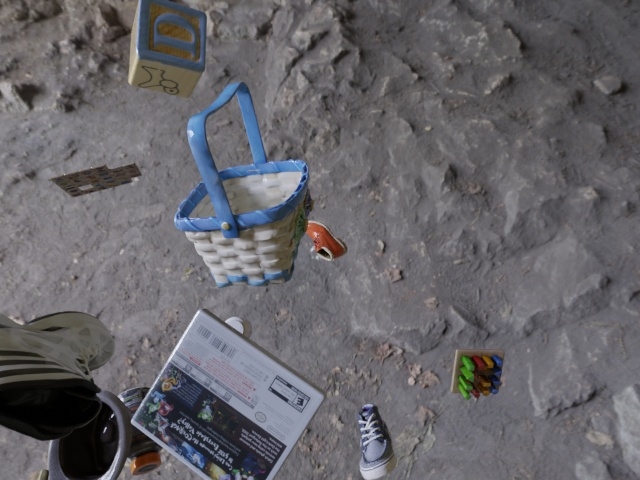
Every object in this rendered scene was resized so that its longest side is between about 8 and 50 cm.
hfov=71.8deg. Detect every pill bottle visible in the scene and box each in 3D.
[{"bbox_3d":[-0.267,0.286,1.410,0.086,0.152,0.085,0,79,-2],"label":"pill bottle"},{"bbox_3d":[-0.573,0.606,1.406,0.131,0.130,0.245,-18,53,-15],"label":"pill bottle"}]

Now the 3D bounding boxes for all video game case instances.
[{"bbox_3d":[-0.116,0.207,0.547,0.191,0.022,0.173,32,93,9],"label":"video game case"}]

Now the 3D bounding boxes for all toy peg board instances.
[{"bbox_3d":[0.527,0.447,1.453,0.161,0.161,0.079,1,16,-3],"label":"toy peg board"}]

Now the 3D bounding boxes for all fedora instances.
[{"bbox_3d":[-0.626,0.569,1.255,0.244,0.124,0.275,-6,71,8],"label":"fedora"}]

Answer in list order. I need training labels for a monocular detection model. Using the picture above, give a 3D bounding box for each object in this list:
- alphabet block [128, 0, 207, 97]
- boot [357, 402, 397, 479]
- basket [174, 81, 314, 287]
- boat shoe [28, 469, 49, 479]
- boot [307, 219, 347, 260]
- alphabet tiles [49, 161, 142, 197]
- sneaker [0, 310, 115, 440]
[{"bbox_3d":[-0.455,-0.566,1.313,0.193,0.197,0.193,7,80,-29],"label":"alphabet block"},{"bbox_3d":[0.093,0.362,0.812,0.069,0.190,0.085,-24,80,3],"label":"boot"},{"bbox_3d":[-0.120,-0.090,0.718,0.201,0.288,0.254,-9,31,13],"label":"basket"},{"bbox_3d":[-0.679,0.639,0.926,0.098,0.109,0.301,24,62,-16],"label":"boat shoe"},{"bbox_3d":[0.000,0.000,1.346,0.158,0.059,0.085,39,43,18],"label":"boot"},{"bbox_3d":[-0.705,-0.199,1.422,0.238,0.198,0.009,-18,83,-14],"label":"alphabet tiles"},{"bbox_3d":[-0.485,0.261,0.822,0.258,0.447,0.169,33,83,14],"label":"sneaker"}]
